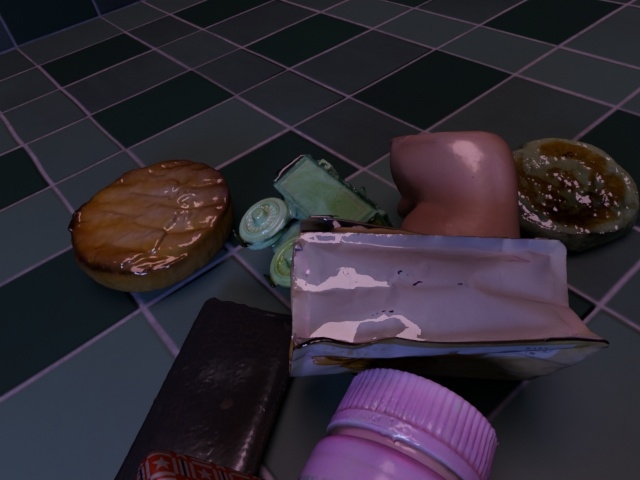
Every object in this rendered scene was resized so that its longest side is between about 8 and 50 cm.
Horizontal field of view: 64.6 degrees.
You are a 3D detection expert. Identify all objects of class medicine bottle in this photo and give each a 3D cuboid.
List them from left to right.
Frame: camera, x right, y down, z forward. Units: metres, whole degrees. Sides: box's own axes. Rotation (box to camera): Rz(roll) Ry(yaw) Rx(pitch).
[{"bbox_3d":[0.046,0.286,0.474,0.178,0.178,0.290,14,49,24],"label":"medicine bottle"}]

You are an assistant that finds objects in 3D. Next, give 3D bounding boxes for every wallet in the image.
[{"bbox_3d":[-0.136,0.220,0.675,0.171,0.044,0.321,7,45,14],"label":"wallet"}]

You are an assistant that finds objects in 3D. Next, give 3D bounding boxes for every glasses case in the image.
[{"bbox_3d":[-0.098,0.274,0.522,0.049,0.195,0.073,-58,27,-1],"label":"glasses case"}]

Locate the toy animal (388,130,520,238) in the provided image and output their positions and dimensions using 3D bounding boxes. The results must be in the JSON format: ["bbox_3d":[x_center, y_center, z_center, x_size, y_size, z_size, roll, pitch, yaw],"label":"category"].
[{"bbox_3d":[0.198,-0.050,0.776,0.195,0.256,0.213,-1,-4,-28],"label":"toy animal"}]

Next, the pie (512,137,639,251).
[{"bbox_3d":[0.409,-0.084,0.846,0.241,0.054,0.240,0,54,0],"label":"pie"}]

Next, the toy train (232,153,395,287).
[{"bbox_3d":[0.000,0.000,0.762,0.188,0.159,0.272,-42,41,-3],"label":"toy train"}]

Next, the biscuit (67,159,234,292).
[{"bbox_3d":[-0.297,-0.028,0.920,0.297,0.102,0.296,-7,47,7],"label":"biscuit"}]

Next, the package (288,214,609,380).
[{"bbox_3d":[0.120,0.070,0.593,0.312,0.221,0.164,2,66,-2],"label":"package"}]
